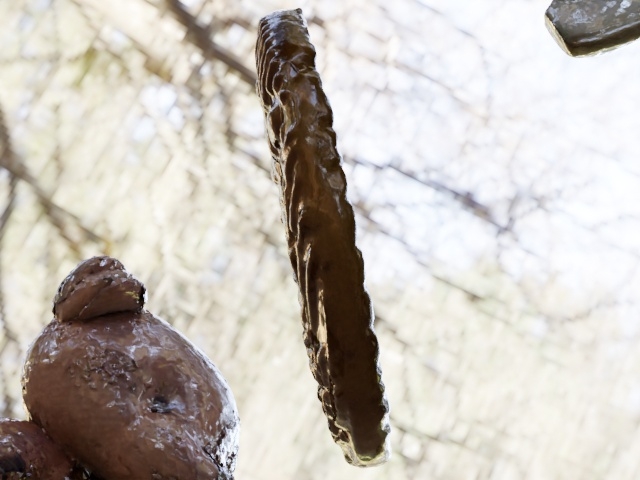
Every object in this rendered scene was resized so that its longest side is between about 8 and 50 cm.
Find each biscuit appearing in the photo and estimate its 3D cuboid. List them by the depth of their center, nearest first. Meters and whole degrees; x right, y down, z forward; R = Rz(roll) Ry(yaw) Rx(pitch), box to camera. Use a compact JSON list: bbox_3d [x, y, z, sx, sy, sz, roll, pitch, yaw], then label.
[{"bbox_3d":[-0.001,0.000,0.733,0.027,0.188,0.188,-12,-31,-2],"label":"biscuit"}]

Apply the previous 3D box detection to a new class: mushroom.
[{"bbox_3d":[0.225,-0.165,1.082,0.084,0.209,0.071,59,-8,15],"label":"mushroom"}]

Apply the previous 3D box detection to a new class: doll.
[{"bbox_3d":[-0.141,0.177,1.093,0.156,0.303,0.201,4,-37,37],"label":"doll"}]
